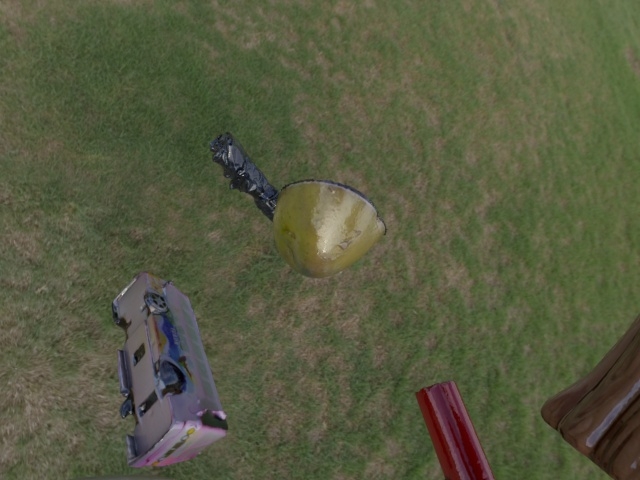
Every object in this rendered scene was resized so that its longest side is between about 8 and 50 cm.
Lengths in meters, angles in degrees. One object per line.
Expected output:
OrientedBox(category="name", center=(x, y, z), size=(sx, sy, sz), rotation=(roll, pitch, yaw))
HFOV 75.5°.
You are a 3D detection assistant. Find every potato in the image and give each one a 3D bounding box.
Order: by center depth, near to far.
OrientedBox(category="potato", center=(0.000, 0.000, 0.650), size=(0.182, 0.202, 0.117), rotation=(32, 68, -23))

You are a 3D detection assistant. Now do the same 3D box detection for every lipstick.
OrientedBox(category="lipstick", center=(0.216, 0.348, 0.587), size=(0.073, 0.073, 0.279), rotation=(7, 52, -35))

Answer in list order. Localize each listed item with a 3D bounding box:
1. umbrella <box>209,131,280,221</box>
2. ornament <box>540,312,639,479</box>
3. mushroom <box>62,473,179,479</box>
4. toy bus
OrientedBox(category="umbrella", center=(-0.121, -0.098, 0.773), size=(0.224, 0.071, 0.080), rotation=(47, 10, -34))
OrientedBox(category="ornament", center=(0.365, 0.147, 0.372), size=(0.221, 0.235, 0.217), rotation=(31, 91, -53))
OrientedBox(category="mushroom", center=(-0.310, 0.346, 0.494), size=(0.350, 0.128, 0.128), rotation=(8, 69, -6))
OrientedBox(category="toy bus", center=(-0.216, 0.165, 0.572), size=(0.112, 0.090, 0.274), rotation=(40, 11, -45))
